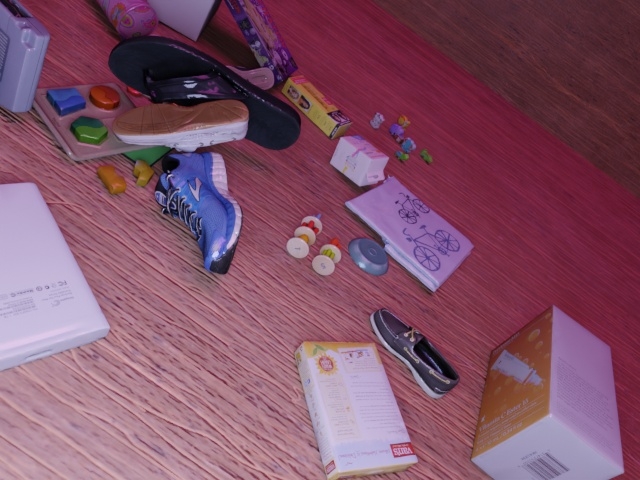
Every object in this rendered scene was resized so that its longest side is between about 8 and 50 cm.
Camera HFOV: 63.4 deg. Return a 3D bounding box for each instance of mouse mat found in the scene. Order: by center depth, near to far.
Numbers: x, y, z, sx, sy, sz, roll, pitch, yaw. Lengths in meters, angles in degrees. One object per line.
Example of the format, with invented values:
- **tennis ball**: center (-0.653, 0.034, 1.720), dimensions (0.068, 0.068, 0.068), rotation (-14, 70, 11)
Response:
- **mouse mat**: center (-0.426, -0.241, 1.151), dimensions (0.190, 0.007, 0.152), rotation (33, 37, -4)

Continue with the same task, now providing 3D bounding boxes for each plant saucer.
- **plant saucer**: center (0.125, 0.034, 1.292), dimensions (0.119, 0.021, 0.119), rotation (22, 39, -19)

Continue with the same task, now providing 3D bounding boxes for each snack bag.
- **snack bag**: center (0.252, -0.035, 1.457), dimensions (0.342, 0.037, 0.323), rotation (43, 36, 12)

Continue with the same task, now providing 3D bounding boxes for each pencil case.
- **pencil case**: center (-0.553, -0.668, 1.417), dimensions (0.124, 0.124, 0.284), rotation (-16, 62, -47)

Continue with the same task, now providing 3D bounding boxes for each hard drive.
- **hard drive**: center (-0.480, 0.043, 0.777), dimensions (0.203, 0.040, 0.307), rotation (-14, 60, -46)

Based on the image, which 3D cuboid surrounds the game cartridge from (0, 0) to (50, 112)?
- **game cartridge**: center (-0.638, -0.394, 0.982), dimensions (0.297, 0.198, 0.062), rotation (44, 38, 8)

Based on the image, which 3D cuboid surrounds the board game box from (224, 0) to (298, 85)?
- **board game box**: center (-0.193, -0.662, 1.603), dimensions (0.346, 0.056, 0.208), rotation (59, 20, -20)

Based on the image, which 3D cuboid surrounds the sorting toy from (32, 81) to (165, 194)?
- **sorting toy**: center (-0.443, -0.230, 1.086), dimensions (0.307, 0.041, 0.229), rotation (49, 39, 16)

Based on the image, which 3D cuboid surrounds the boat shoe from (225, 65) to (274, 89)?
- **boat shoe**: center (-0.248, -0.458, 1.488), dimensions (0.233, 0.084, 0.079), rotation (-15, 23, -39)

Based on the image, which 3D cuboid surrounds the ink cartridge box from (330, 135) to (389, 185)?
- **ink cartridge box**: center (0.118, -0.224, 1.481), dimensions (0.143, 0.090, 0.092), rotation (41, 35, 25)

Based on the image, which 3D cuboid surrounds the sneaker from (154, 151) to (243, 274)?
- **sneaker**: center (-0.250, -0.060, 1.023), dimensions (0.147, 0.129, 0.330), rotation (1, 41, -29)

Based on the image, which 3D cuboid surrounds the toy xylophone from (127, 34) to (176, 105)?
- **toy xylophone**: center (-0.347, -0.383, 1.296), dimensions (0.323, 0.081, 0.236), rotation (32, 52, -11)

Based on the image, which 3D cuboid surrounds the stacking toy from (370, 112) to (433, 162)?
- **stacking toy**: center (0.292, -0.362, 1.823), dimensions (0.167, 0.052, 0.221), rotation (-7, 56, -43)

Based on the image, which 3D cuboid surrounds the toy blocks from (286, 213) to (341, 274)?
- **toy blocks**: center (0.000, 0.000, 1.199), dimensions (0.123, 0.054, 0.148), rotation (34, 37, -3)

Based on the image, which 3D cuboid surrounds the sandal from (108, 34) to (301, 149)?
- **sandal**: center (-0.246, -0.311, 1.153), dimensions (0.446, 0.167, 0.107), rotation (20, 52, -21)

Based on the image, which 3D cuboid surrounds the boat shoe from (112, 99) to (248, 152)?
- **boat shoe**: center (-0.289, -0.228, 1.098), dimensions (0.277, 0.096, 0.098), rotation (-7, 56, -11)

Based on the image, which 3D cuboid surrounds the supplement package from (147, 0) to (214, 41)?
- **supplement package**: center (-0.400, -0.786, 1.610), dimensions (0.178, 0.175, 0.293), rotation (27, 38, -17)

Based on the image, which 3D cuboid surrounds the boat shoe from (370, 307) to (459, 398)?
- **boat shoe**: center (0.202, 0.227, 1.108), dimensions (0.227, 0.068, 0.081), rotation (48, 38, 14)

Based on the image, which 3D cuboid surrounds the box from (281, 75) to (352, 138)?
- **box**: center (-0.011, -0.422, 1.635), dimensions (0.232, 0.058, 0.087), rotation (46, 38, 11)

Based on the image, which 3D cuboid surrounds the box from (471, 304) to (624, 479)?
- **box**: center (0.473, 0.337, 1.088), dimensions (0.168, 0.215, 0.345), rotation (38, 36, 1)

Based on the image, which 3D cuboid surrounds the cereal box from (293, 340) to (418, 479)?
- **cereal box**: center (0.060, 0.298, 0.936), dimensions (0.173, 0.047, 0.240), rotation (10, 45, -32)
